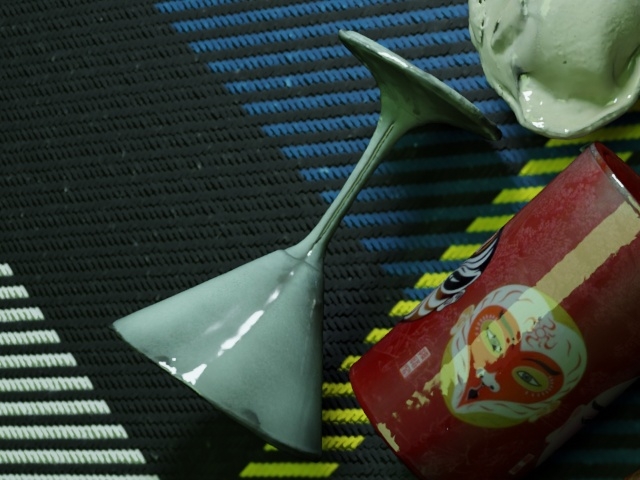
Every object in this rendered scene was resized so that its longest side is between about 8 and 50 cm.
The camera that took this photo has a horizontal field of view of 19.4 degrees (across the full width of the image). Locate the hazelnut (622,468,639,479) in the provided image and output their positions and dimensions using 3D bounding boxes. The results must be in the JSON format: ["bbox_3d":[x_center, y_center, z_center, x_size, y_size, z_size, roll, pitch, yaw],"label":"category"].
[{"bbox_3d":[0.317,0.288,1.722,0.204,0.178,0.178,-6,72,31],"label":"hazelnut"}]

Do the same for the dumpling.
[{"bbox_3d":[0.277,-0.251,1.942,0.243,0.187,0.318,-4,78,-10],"label":"dumpling"}]

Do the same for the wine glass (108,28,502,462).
[{"bbox_3d":[0.000,0.000,1.970,0.267,0.267,0.406,34,89,35],"label":"wine glass"}]

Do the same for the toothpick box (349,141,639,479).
[{"bbox_3d":[0.214,0.087,1.826,0.333,0.204,0.204,-43,58,15],"label":"toothpick box"}]

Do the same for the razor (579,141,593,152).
[{"bbox_3d":[0.245,-0.007,1.935,0.068,0.037,0.191,44,102,29],"label":"razor"}]
